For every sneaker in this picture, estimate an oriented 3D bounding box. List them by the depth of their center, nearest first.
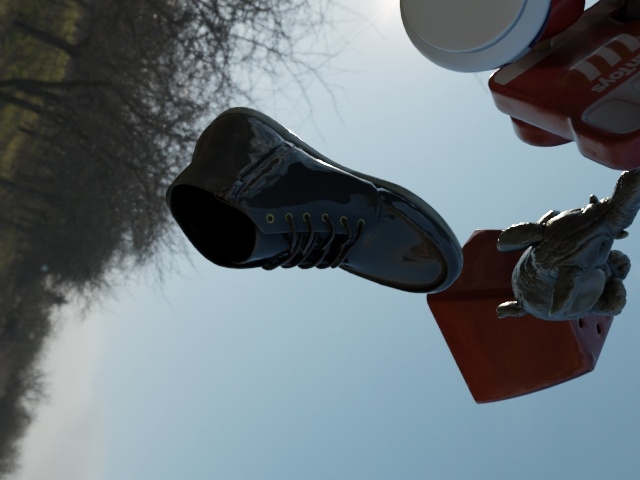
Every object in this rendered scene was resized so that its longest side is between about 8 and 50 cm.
[{"bbox_3d":[0.000,0.000,0.459,0.083,0.222,0.118,-57,-172,35],"label":"sneaker"}]

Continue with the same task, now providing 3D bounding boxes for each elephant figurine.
[{"bbox_3d":[0.320,0.016,0.843,0.169,0.239,0.186,15,-100,28],"label":"elephant figurine"}]

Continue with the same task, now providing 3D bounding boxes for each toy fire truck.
[{"bbox_3d":[0.331,-0.197,0.648,0.302,0.169,0.254,-33,-144,-6],"label":"toy fire truck"}]

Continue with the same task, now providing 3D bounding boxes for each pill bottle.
[{"bbox_3d":[0.121,-0.185,0.494,0.108,0.108,0.193,-63,170,22],"label":"pill bottle"}]

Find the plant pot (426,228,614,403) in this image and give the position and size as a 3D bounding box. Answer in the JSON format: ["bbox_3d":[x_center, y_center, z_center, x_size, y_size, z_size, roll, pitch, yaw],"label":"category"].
[{"bbox_3d":[0.405,0.134,1.246,0.235,0.267,0.267,-12,-157,44],"label":"plant pot"}]
